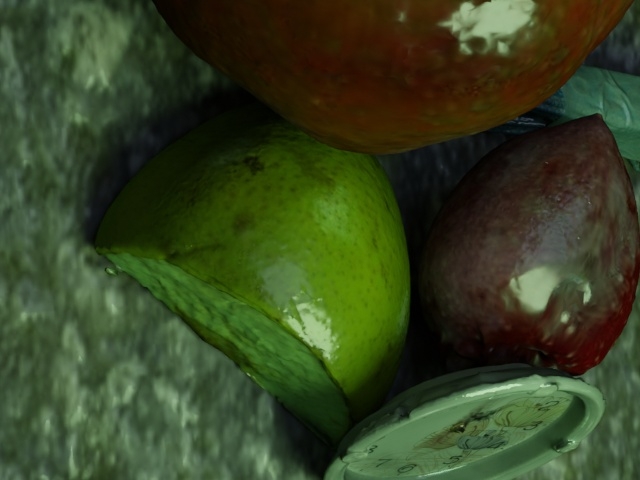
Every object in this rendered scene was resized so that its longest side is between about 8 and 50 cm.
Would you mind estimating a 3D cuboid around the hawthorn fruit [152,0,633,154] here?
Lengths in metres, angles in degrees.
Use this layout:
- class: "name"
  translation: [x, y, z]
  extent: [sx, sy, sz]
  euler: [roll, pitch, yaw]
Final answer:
- class: "hawthorn fruit"
  translation: [0.050, -0.246, 1.206]
  extent: [0.403, 0.403, 0.402]
  euler: [5, 79, -29]

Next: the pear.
- class: "pear"
  translation: [0.000, -0.003, 1.282]
  extent: [0.288, 0.139, 0.239]
  euler: [42, 55, -19]

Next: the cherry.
- class: "cherry"
  translation: [0.185, 0.008, 1.334]
  extent: [0.192, 0.175, 0.249]
  euler: [19, 100, -14]

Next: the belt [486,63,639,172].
- class: "belt"
  translation: [0.239, -0.124, 1.463]
  extent: [0.302, 0.087, 0.072]
  euler: [11, 64, -29]

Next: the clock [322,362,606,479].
- class: "clock"
  translation: [0.110, 0.149, 1.268]
  extent: [0.236, 0.236, 0.053]
  euler: [1, 57, -30]
